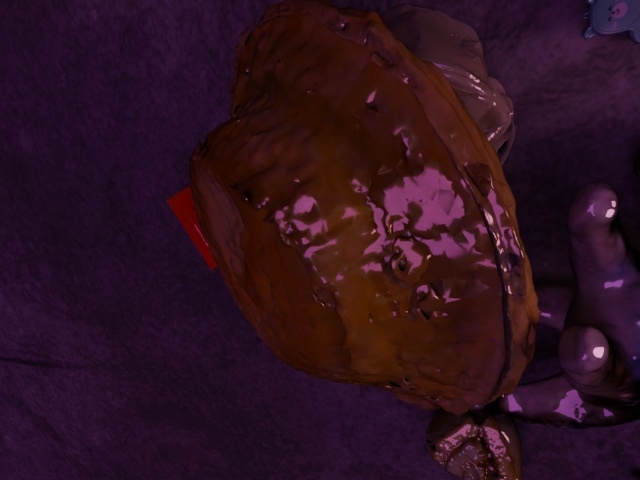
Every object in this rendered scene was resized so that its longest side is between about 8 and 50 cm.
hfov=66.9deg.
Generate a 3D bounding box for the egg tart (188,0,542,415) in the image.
[{"bbox_3d":[0.000,0.000,0.483,0.443,0.178,0.442,48,155,31],"label":"egg tart"}]

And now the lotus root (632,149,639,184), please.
[{"bbox_3d":[0.443,-0.043,0.463,0.259,0.097,0.110,18,116,11],"label":"lotus root"}]

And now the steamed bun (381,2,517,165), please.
[{"bbox_3d":[0.104,-0.129,0.540,0.211,0.144,0.218,36,122,5],"label":"steamed bun"}]

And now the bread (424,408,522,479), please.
[{"bbox_3d":[0.245,0.291,0.702,0.157,0.103,0.110,27,109,5],"label":"bread"}]

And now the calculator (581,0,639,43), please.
[{"bbox_3d":[0.322,-0.231,0.451,0.141,0.019,0.094,-10,140,21],"label":"calculator"}]

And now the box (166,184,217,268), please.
[{"bbox_3d":[-0.110,-0.056,0.730,0.245,0.035,0.138,-25,101,30],"label":"box"}]

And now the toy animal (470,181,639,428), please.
[{"bbox_3d":[0.334,0.097,0.465,0.303,0.194,0.344,10,161,5],"label":"toy animal"}]
